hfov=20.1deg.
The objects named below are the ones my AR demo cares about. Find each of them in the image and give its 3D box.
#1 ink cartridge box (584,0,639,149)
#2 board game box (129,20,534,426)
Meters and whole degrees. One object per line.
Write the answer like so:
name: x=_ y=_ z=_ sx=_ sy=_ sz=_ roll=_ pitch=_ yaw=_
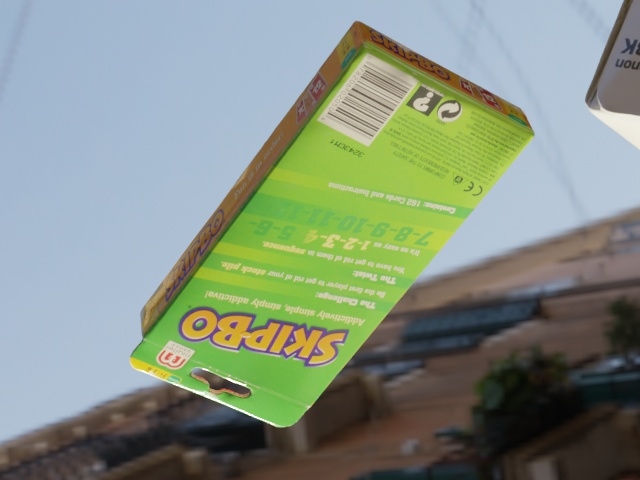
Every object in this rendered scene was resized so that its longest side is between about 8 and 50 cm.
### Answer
ink cartridge box: x=0.288 y=-0.049 z=0.872 sx=0.273 sy=0.197 sz=0.114 roll=27 pitch=-99 yaw=-46
board game box: x=0.000 y=0.000 z=1.073 sx=0.124 sy=0.259 sz=0.039 roll=25 pitch=-154 yaw=-25
